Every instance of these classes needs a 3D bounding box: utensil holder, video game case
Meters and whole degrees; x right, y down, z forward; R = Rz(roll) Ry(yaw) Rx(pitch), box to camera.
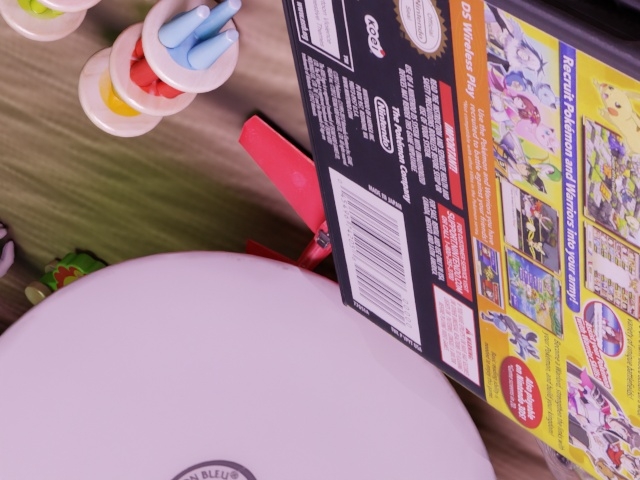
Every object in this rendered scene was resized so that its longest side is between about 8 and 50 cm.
[{"bbox_3d":[-0.101,0.213,0.977,0.327,0.327,0.385,43,151,5],"label":"utensil holder"},{"bbox_3d":[0.089,-0.008,0.687,0.248,0.035,0.275,34,152,33],"label":"video game case"}]

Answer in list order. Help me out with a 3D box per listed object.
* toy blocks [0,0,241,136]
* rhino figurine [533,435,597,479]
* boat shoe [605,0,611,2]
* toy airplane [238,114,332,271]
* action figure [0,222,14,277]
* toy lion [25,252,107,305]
[{"bbox_3d":[-0.100,-0.121,0.841,0.123,0.054,0.148,50,153,-10],"label":"toy blocks"},{"bbox_3d":[0.154,0.162,0.859,0.106,0.073,0.243,24,140,45],"label":"rhino figurine"},{"bbox_3d":[0.104,-0.106,0.595,0.035,0.035,0.100,26,154,28],"label":"boat shoe"},{"bbox_3d":[0.000,0.000,0.898,0.151,0.028,0.151,33,151,21],"label":"toy airplane"},{"bbox_3d":[-0.341,0.133,1.332,0.370,0.275,0.248,27,145,59],"label":"action figure"},{"bbox_3d":[-0.166,0.051,1.212,0.096,0.034,0.100,-1,129,46],"label":"toy lion"}]
